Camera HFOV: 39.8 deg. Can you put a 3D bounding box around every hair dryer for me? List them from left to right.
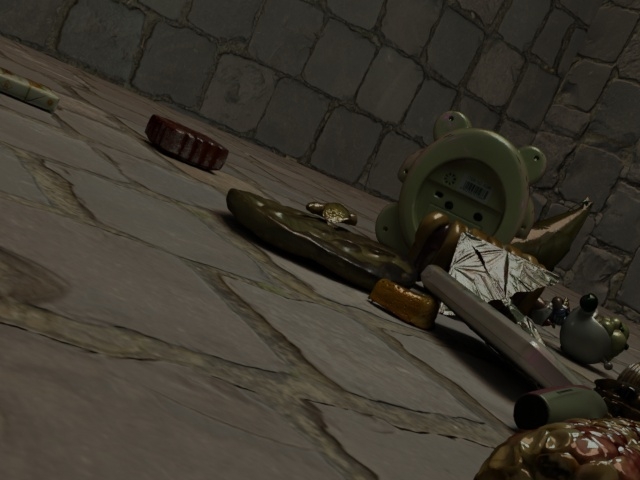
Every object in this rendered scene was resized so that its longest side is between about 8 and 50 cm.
[{"bbox_3d":[0.251,0.182,0.771,0.154,0.054,0.106,36,16,36],"label":"hair dryer"}]

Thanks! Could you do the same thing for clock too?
[{"bbox_3d":[0.284,-0.078,1.749,0.284,0.309,0.114,27,9,12],"label":"clock"}]

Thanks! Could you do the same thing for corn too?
[{"bbox_3d":[0.159,0.147,0.505,0.098,0.098,0.290,29,4,26],"label":"corn"}]

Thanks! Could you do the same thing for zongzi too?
[{"bbox_3d":[0.471,-0.014,2.033,0.260,0.289,0.123,22,21,-36],"label":"zongzi"}]

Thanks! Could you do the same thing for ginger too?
[{"bbox_3d":[0.024,-0.041,1.300,0.097,0.030,0.048,16,7,-38],"label":"ginger"}]

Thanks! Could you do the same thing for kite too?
[{"bbox_3d":[0.270,0.085,1.304,0.229,0.012,0.250,-16,58,-26],"label":"kite"}]

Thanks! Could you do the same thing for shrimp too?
[{"bbox_3d":[0.424,0.220,1.094,0.296,0.058,0.169,27,-1,-17],"label":"shrimp"}]

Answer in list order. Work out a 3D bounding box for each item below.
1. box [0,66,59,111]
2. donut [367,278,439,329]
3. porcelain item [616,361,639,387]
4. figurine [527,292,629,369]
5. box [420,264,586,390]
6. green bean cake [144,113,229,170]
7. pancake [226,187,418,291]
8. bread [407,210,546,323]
[{"bbox_3d":[-0.539,-0.270,1.425,0.220,0.032,0.122,20,8,-30],"label":"box"},{"bbox_3d":[0.105,0.075,1.083,0.083,0.038,0.067,30,11,24],"label":"donut"},{"bbox_3d":[0.542,0.226,1.443,0.084,0.054,0.213,29,8,40],"label":"porcelain item"},{"bbox_3d":[0.413,0.132,1.452,0.197,0.093,0.147,41,-31,25],"label":"figurine"},{"bbox_3d":[0.216,0.116,1.036,0.142,0.044,0.285,40,2,-23],"label":"box"},{"bbox_3d":[-0.255,-0.182,1.672,0.136,0.056,0.135,21,7,-35],"label":"green bean cake"},{"bbox_3d":[0.000,0.000,1.234,0.294,0.049,0.294,23,7,-3],"label":"pancake"},{"bbox_3d":[0.242,0.051,1.411,0.225,0.134,0.081,23,33,-6],"label":"bread"}]
